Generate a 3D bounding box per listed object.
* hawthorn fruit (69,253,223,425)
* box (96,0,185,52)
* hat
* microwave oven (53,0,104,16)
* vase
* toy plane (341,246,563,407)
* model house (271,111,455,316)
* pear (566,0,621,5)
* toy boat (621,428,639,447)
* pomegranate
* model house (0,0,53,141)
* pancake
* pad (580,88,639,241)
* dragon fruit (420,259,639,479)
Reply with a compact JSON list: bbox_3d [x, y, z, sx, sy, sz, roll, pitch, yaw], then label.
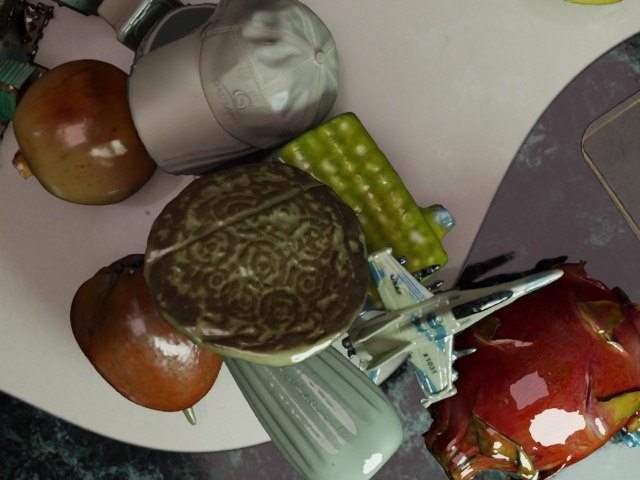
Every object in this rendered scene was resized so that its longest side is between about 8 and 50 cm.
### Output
[{"bbox_3d":[-0.202,0.135,1.321,0.199,0.199,0.251,-20,113,5],"label":"hawthorn fruit"},{"bbox_3d":[-0.229,-0.293,1.339,0.062,0.122,0.089,41,95,16],"label":"box"},{"bbox_3d":[-0.105,-0.194,1.278,0.275,0.161,0.232,-26,103,-11],"label":"hat"},{"bbox_3d":[-0.377,-0.438,1.286,0.295,0.237,0.181,40,96,3],"label":"microwave oven"},{"bbox_3d":[-0.025,0.156,1.120,0.128,0.128,0.248,-44,84,5],"label":"vase"},{"bbox_3d":[0.143,0.079,1.148,0.262,0.088,0.192,-23,98,9],"label":"toy plane"},{"bbox_3d":[0.000,0.000,1.283,0.303,0.215,0.237,-33,90,-1],"label":"model house"},{"bbox_3d":[0.333,-0.371,1.260,0.178,0.178,0.178,0,91,5],"label":"pear"},{"bbox_3d":[0.482,0.246,1.294,0.237,0.098,0.109,14,90,5],"label":"toy boat"},{"bbox_3d":[-0.299,-0.136,1.318,0.191,0.191,0.191,0,91,5],"label":"pomegranate"},{"bbox_3d":[-0.463,-0.220,1.315,0.178,0.206,0.271,24,93,5],"label":"model house"},{"bbox_3d":[-0.062,0.023,1.109,0.250,0.031,0.250,5,60,-8],"label":"pancake"},{"bbox_3d":[0.552,-0.066,1.297,0.315,0.063,0.375,-35,89,5],"label":"pad"},{"bbox_3d":[0.260,0.160,1.242,0.315,0.250,0.250,-22,89,7],"label":"dragon fruit"}]
